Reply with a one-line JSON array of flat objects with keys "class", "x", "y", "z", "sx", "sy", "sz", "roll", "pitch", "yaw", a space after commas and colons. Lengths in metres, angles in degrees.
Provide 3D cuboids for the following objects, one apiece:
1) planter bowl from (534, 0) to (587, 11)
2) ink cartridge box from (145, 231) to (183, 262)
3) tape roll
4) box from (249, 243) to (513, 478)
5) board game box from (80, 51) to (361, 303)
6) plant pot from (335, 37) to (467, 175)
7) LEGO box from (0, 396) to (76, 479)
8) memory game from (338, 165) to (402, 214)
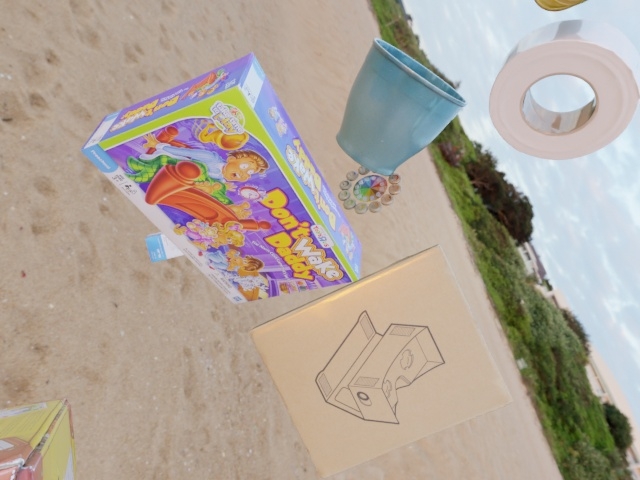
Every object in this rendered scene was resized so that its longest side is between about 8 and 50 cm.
[{"class": "planter bowl", "x": 0.502, "y": -0.522, "z": 0.810, "sx": 0.090, "sy": 0.217, "sz": 0.217, "roll": 6, "pitch": 53, "yaw": -22}, {"class": "ink cartridge box", "x": -0.318, "y": -0.003, "z": 1.071, "sx": 0.104, "sy": 0.180, "sz": 0.060, "roll": -161, "pitch": -122, "yaw": -73}, {"class": "tape roll", "x": 0.521, "y": -0.316, "z": 0.962, "sx": 0.286, "sy": 0.286, "sz": 0.100, "roll": 58, "pitch": 49, "yaw": -32}, {"class": "box", "x": 0.056, "y": 0.119, "z": 0.428, "sx": 0.164, "sy": 0.201, "sz": 0.021, "roll": 64, "pitch": 8, "yaw": -1}, {"class": "board game box", "x": -0.113, "y": -0.052, "z": 0.633, "sx": 0.078, "sy": 0.233, "sz": 0.347, "roll": -82, "pitch": 150, "yaw": -42}, {"class": "plant pot", "x": 0.178, "y": -0.315, "z": 1.123, "sx": 0.272, "sy": 0.255, "sz": 0.271, "roll": 25, "pitch": 31, "yaw": -16}, {"class": "LEGO box", "x": -0.376, "y": 0.399, "z": 0.476, "sx": 0.193, "sy": 0.500, "sz": 0.372, "roll": -5, "pitch": 80, "yaw": -27}, {"class": "memory game", "x": 0.137, "y": -0.148, "z": 1.241, "sx": 0.012, "sy": 0.186, "sz": 0.186, "roll": 62, "pitch": 16, "yaw": -50}]
